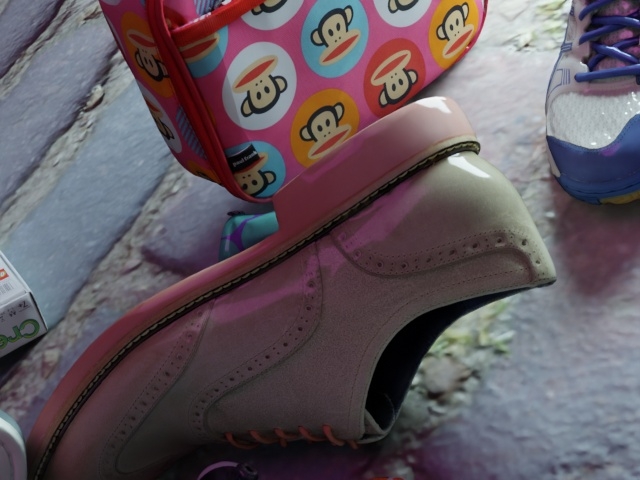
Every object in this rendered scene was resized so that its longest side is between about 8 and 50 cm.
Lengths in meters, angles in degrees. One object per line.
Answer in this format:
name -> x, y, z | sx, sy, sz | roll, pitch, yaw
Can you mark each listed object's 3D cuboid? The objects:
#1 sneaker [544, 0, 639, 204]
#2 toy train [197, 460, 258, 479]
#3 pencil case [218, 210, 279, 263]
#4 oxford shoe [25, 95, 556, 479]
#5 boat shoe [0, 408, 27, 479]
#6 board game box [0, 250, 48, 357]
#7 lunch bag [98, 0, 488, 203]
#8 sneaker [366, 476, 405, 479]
sneaker -> 0.204, -0.165, 0.730 | 0.111, 0.131, 0.296 | -3, 52, 31
toy train -> -0.057, 0.198, 0.583 | 0.105, 0.080, 0.184 | -58, 20, 15
pencil case -> 0.000, 0.000, 0.770 | 0.151, 0.070, 0.065 | -9, 93, 28
oxford shoe -> -0.035, 0.085, 0.665 | 0.397, 0.140, 0.146 | -41, 74, 19
boat shoe -> -0.301, 0.205, 0.715 | 0.319, 0.116, 0.099 | -49, 22, 21
board game box -> -0.414, 0.092, 0.917 | 0.305, 0.053, 0.193 | -29, 37, -20
lunch bag -> -0.017, -0.200, 0.795 | 0.293, 0.258, 0.120 | -39, 41, -20
sneaker -> 0.016, 0.216, 0.576 | 0.067, 0.064, 0.175 | -28, 32, 45
